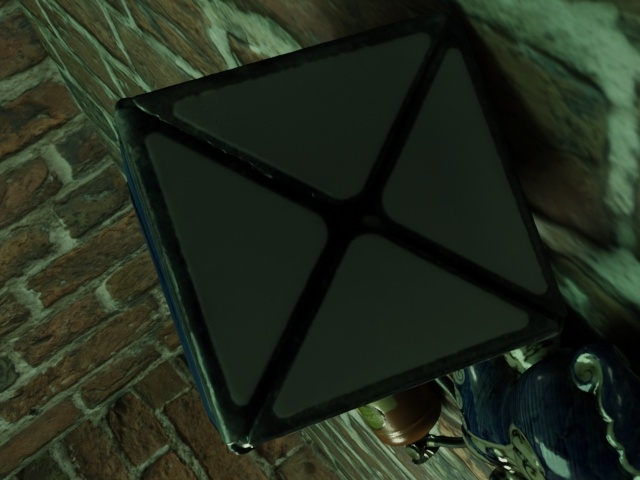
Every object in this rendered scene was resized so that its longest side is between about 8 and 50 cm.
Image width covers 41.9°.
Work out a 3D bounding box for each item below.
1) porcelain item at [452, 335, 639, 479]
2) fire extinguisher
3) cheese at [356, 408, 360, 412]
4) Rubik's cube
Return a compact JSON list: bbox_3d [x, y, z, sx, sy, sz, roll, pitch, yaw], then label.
[{"bbox_3d":[0.202,0.134,0.736,0.288,0.138,0.186,151,100,-80],"label":"porcelain item"},{"bbox_3d":[0.096,0.196,1.210,0.376,0.113,0.200,57,165,-15],"label":"fire extinguisher"},{"bbox_3d":[0.108,0.330,1.619,0.255,0.050,0.127,45,163,30],"label":"cheese"},{"bbox_3d":[0.000,0.000,0.661,0.260,0.255,0.259,161,90,-78],"label":"Rubik's cube"}]
